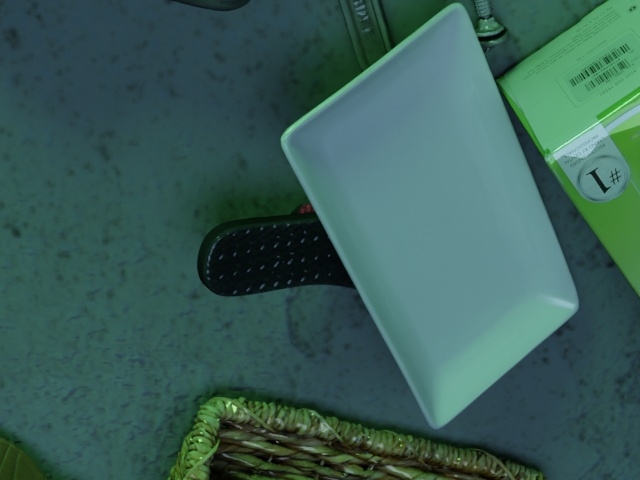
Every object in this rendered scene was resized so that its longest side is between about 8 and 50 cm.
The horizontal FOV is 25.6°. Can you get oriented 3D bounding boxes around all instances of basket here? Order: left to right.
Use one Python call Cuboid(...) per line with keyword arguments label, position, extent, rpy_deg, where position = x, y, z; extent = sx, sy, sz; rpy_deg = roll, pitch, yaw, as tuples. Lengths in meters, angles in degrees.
Cuboid(label="basket", position=(0.021, 0.275, 0.991), extent=(0.299, 0.213, 0.223), rpy_deg=(17, 116, -19))

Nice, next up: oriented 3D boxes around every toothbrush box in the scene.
Cuboid(label="toothbrush box", position=(0.280, -0.039, 0.911), extent=(0.206, 0.122, 0.283), rpy_deg=(-34, 121, 10))

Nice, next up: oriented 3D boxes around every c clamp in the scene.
Cuboid(label="c clamp", position=(0.074, -0.167, 0.857), extent=(0.137, 0.022, 0.161), rpy_deg=(-13, 121, -1))

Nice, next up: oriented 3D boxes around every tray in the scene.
Cuboid(label="tray", position=(0.075, -0.010, 0.913), extent=(0.145, 0.030, 0.270), rpy_deg=(-39, 127, -15))

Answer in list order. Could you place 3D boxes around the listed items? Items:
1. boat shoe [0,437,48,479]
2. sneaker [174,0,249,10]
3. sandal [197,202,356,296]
Cuboid(label="boat shoe", position=(-0.216, 0.193, 0.992), extent=(0.170, 0.063, 0.059), rpy_deg=(41, 130, -21))
Cuboid(label="sneaker", position=(-0.131, -0.211, 0.762), extent=(0.227, 0.087, 0.130), rpy_deg=(9, 116, -18))
Cuboid(label="sandal", position=(0.000, 0.000, 0.919), extent=(0.179, 0.040, 0.067), rpy_deg=(-3, 113, -26))
